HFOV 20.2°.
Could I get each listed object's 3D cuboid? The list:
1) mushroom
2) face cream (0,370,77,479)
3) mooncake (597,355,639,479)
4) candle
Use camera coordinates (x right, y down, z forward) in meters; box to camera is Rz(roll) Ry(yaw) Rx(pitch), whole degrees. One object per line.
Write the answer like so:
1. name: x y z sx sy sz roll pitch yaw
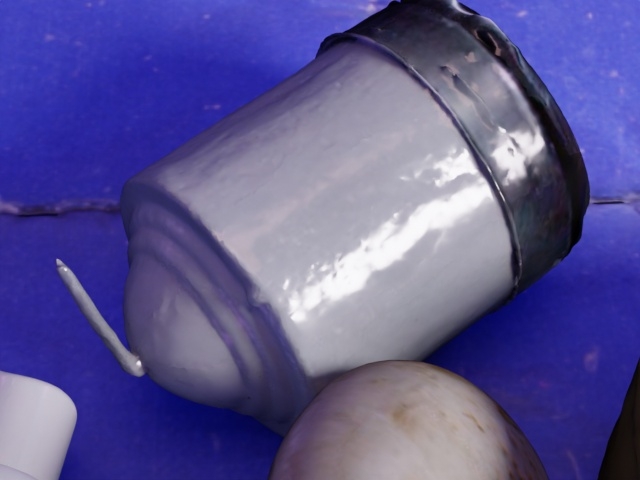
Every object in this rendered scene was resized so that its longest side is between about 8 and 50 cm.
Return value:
1. mushroom: 0.025 0.196 1.080 0.243 0.243 0.243 1 57 -2
2. face cream: -0.219 0.226 1.069 0.145 0.145 0.370 10 59 3
3. mooncake: 0.366 0.176 1.072 0.393 0.246 0.394 -32 64 -30
4. candle: 0.000 0.000 1.189 0.342 0.221 0.221 -35 65 -18
